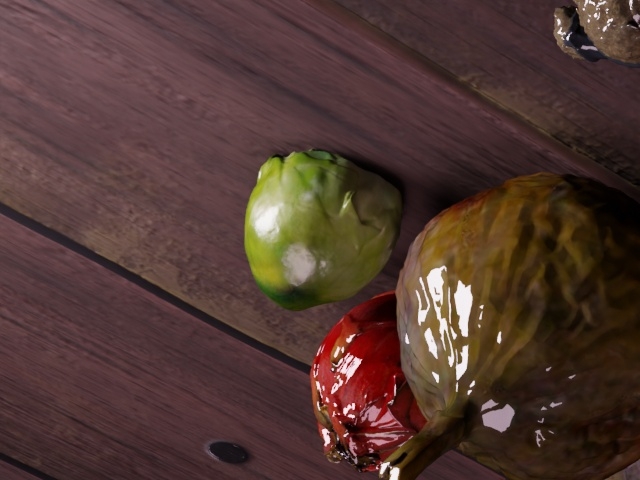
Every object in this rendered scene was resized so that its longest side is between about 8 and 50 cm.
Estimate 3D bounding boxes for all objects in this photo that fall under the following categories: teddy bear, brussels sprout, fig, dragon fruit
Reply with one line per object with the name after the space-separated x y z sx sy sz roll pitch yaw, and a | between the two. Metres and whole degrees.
0.239 -0.184 1.388 0.182 0.129 0.251 -14 135 38 | teddy bear
-0.003 0.002 1.747 0.149 0.122 0.151 -12 136 38 | brussels sprout
0.161 0.122 1.622 0.286 0.368 0.286 21 134 23 | fig
0.079 0.134 1.849 0.172 0.209 0.172 31 133 41 | dragon fruit

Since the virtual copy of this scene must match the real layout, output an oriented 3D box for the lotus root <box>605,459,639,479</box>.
0.355 0.256 1.878 0.272 0.272 0.192 34 156 -24 | lotus root
